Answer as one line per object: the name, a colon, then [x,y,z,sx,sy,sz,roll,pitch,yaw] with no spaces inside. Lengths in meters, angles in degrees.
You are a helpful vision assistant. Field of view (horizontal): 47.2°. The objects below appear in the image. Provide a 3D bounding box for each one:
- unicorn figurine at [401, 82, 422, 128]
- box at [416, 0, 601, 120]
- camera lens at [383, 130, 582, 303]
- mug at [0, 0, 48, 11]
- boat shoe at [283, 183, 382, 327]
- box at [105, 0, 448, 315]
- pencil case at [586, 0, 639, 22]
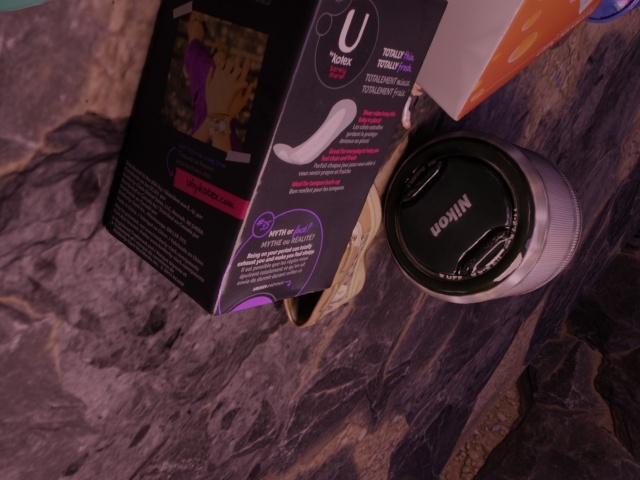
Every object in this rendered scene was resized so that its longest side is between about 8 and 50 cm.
unicorn figurine: [0.056,-0.137,0.809,0.162,0.060,0.111,-66,155,-18]
box: [0.168,-0.290,0.566,0.215,0.168,0.345,-39,168,-19]
camera lens: [0.231,-0.028,1.016,0.274,0.219,0.220,1,118,-58]
mug: [-0.169,-0.174,0.349,0.097,0.157,0.130,78,28,-57]
boat shoe: [0.000,0.000,0.803,0.089,0.104,0.285,-44,151,-27]
box: [-0.040,-0.098,0.592,0.165,0.143,0.271,-9,127,-53]
pencil case: [0.481,-0.418,1.105,0.306,0.119,0.133,-31,167,-39]
